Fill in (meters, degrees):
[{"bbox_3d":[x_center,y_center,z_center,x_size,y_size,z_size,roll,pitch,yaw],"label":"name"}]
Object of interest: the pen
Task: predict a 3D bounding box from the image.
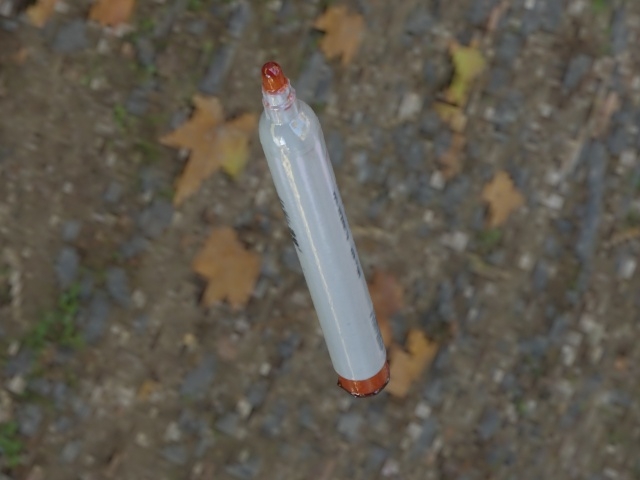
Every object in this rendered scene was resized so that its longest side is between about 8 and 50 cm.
[{"bbox_3d":[0.000,0.000,0.761,0.026,0.026,0.218,-53,151,-23],"label":"pen"}]
